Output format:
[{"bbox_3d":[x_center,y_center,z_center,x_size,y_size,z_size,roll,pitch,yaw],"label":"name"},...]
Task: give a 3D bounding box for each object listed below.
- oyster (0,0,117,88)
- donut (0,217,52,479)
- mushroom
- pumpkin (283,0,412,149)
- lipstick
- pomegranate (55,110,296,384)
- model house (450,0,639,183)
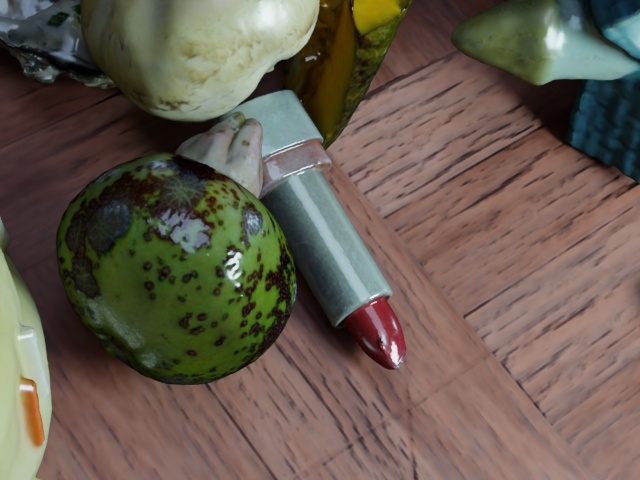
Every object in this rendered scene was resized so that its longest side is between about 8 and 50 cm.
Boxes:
[{"bbox_3d":[-0.174,-0.138,0.814,0.165,0.053,0.108,32,39,13],"label":"oyster"},{"bbox_3d":[-0.294,0.081,0.598,0.307,0.150,0.371,37,58,8],"label":"donut"},{"bbox_3d":[-0.073,-0.139,0.755,0.148,0.112,0.148,-13,60,24],"label":"mushroom"},{"bbox_3d":[-0.014,-0.221,0.852,0.190,0.139,0.280,26,55,-3],"label":"pumpkin"},{"bbox_3d":[-0.001,0.001,0.780,0.063,0.057,0.186,-22,74,-28],"label":"lipstick"},{"bbox_3d":[-0.081,0.003,0.715,0.138,0.125,0.163,46,23,-35],"label":"pomegranate"},{"bbox_3d":[0.243,-0.167,0.835,0.324,0.267,0.194,-2,55,-3],"label":"model house"}]
